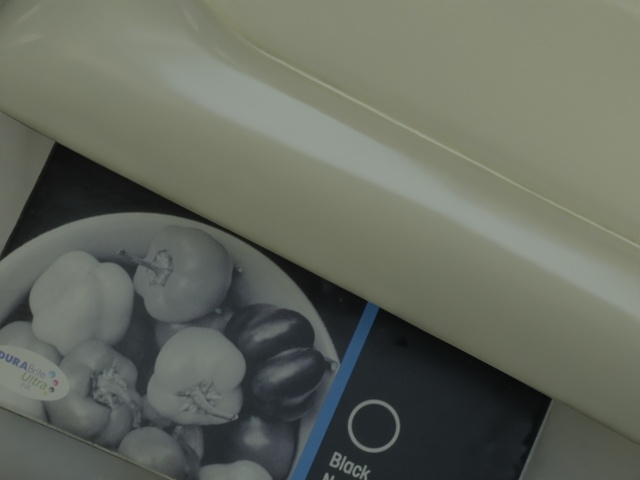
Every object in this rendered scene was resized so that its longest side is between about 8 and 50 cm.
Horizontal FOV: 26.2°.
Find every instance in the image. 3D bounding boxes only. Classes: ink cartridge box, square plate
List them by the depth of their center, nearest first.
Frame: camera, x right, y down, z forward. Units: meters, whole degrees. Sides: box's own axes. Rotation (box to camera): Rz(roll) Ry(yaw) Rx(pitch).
[{"bbox_3d":[0.109,-0.117,0.484,0.344,0.049,0.347,27,66,4],"label":"square plate"},{"bbox_3d":[0.000,0.000,0.512,0.206,0.045,0.208,23,81,2],"label":"ink cartridge box"}]
